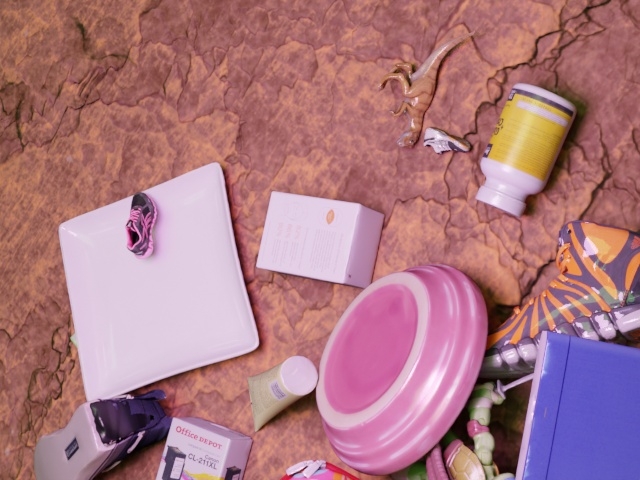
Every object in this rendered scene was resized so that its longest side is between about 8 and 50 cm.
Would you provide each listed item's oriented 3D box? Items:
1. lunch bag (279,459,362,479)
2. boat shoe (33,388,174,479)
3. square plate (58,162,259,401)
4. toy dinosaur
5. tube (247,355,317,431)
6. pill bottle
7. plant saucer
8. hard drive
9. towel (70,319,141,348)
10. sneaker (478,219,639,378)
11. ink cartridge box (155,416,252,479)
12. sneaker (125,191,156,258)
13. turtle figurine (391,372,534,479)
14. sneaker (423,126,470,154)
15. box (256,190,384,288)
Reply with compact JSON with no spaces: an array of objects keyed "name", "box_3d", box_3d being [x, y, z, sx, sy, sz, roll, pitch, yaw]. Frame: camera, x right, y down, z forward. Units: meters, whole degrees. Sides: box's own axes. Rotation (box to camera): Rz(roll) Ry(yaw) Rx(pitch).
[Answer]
[{"name":"lunch bag","box_3d":[0.041,0.437,1.612,0.258,0.293,0.120,-50,21,21]},{"name":"boat shoe","box_3d":[-0.377,0.359,2.031,0.340,0.158,0.127,-38,67,50]},{"name":"square plate","box_3d":[-0.284,0.078,2.040,0.347,0.049,0.344,-20,71,19]},{"name":"toy dinosaur","box_3d":[0.161,-0.254,1.867,0.112,0.064,0.212,24,103,13]},{"name":"tube","box_3d":[-0.073,0.237,1.849,0.062,0.240,0.070,36,62,-7]},{"name":"pill bottle","box_3d":[0.300,-0.132,1.730,0.103,0.103,0.184,25,93,31]},{"name":"plant saucer","box_3d":[0.101,0.174,1.706,0.332,0.084,0.332,-42,31,32]},{"name":"hard drive","box_3d":[0.430,0.251,1.524,0.318,0.040,0.210,11,85,-3]},{"name":"towel","box_3d":[-0.383,0.164,2.113,0.152,0.023,0.113,-46,62,15]},{"name":"sneaker","box_3d":[0.341,0.082,1.674,0.321,0.124,0.180,-19,68,14]},{"name":"ink cartridge box","box_3d":[-0.202,0.394,1.940,0.127,0.072,0.175,14,89,31]},{"name":"sneaker","box_3d":[-0.317,-0.030,2.021,0.047,0.057,0.119,-10,73,23]},{"name":"turtle figurine","box_3d":[0.237,0.305,1.673,0.275,0.198,0.266,-48,32,-22]},{"name":"sneaker","box_3d":[0.199,-0.150,1.837,0.083,0.032,0.037,29,109,35]},{"name":"box","box_3d":[0.000,0.000,1.884,0.170,0.091,0.130,10,86,31]}]
